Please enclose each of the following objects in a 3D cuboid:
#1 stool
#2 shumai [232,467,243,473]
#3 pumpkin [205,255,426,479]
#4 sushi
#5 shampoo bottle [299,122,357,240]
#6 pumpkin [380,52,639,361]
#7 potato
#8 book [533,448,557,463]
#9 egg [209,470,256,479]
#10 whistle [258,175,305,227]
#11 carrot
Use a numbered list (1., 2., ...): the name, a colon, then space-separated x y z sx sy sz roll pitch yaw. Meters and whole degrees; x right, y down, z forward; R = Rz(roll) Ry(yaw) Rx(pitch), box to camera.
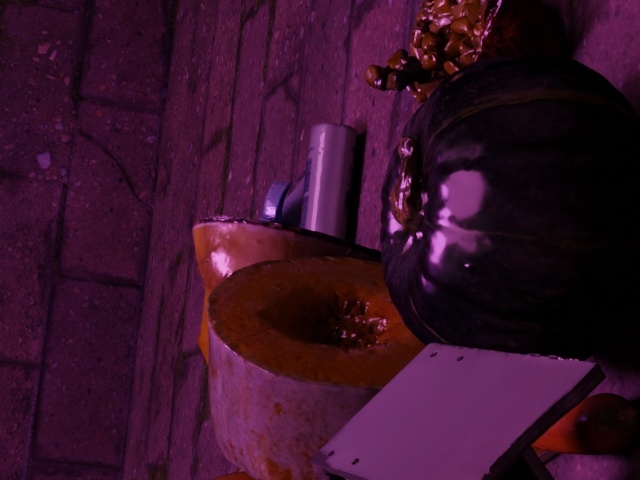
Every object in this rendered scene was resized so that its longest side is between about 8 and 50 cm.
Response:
1. stool: 0.167 0.237 1.102 0.170 0.243 0.270 -42 15 -20
2. shumai: -0.117 0.417 2.109 0.206 0.166 0.175 -6 64 46
3. pumpkin: 0.029 0.166 1.518 0.332 0.332 0.199 -118 27 -61
4. sushi: 0.170 -0.233 1.531 0.296 0.179 0.166 -144 70 -68
5. shampoo bottle: 0.000 0.000 2.072 0.134 0.078 0.359 140 137 -78
6. pumpkin: 0.190 -0.023 1.266 0.323 0.241 0.323 180 90 -77
7. potato: -0.042 0.155 1.780 0.397 0.290 0.295 66 -148 -78
8. book: 0.194 0.193 1.498 0.295 0.020 0.207 126 147 -54
9. egg: -0.068 0.471 1.708 0.351 0.283 0.282 55 138 31
10. whistle: -0.064 0.002 2.152 0.180 0.093 0.269 74 -146 -51
11. carrot: 0.227 0.187 1.304 0.271 0.066 0.062 -15 102 60
